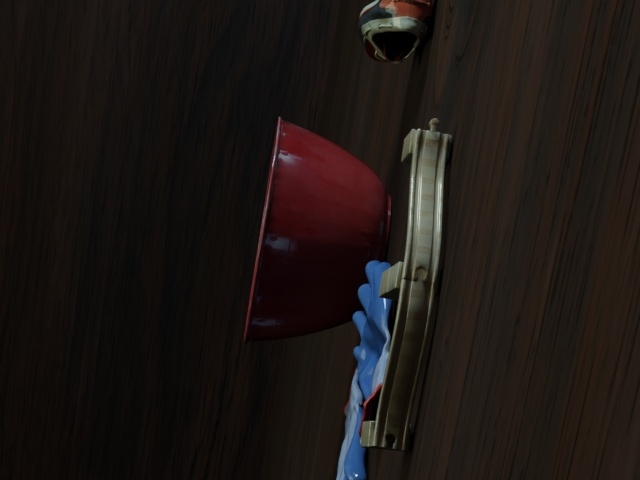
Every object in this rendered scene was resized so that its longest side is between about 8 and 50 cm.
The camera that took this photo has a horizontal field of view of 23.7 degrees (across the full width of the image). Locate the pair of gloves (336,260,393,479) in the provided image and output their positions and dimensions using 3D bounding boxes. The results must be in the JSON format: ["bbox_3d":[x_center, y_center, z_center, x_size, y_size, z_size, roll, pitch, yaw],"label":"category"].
[{"bbox_3d":[0.027,0.118,1.077,0.159,0.023,0.198,-85,5,-56],"label":"pair of gloves"}]

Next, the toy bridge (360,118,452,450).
[{"bbox_3d":[0.050,0.023,0.852,0.063,0.026,0.188,131,148,-80],"label":"toy bridge"}]

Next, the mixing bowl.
[{"bbox_3d":[0.000,0.000,1.199,0.181,0.098,0.181,-170,90,-87],"label":"mixing bowl"}]

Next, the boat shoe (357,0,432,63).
[{"bbox_3d":[0.055,-0.154,1.132,0.137,0.049,0.043,131,146,-76],"label":"boat shoe"}]
